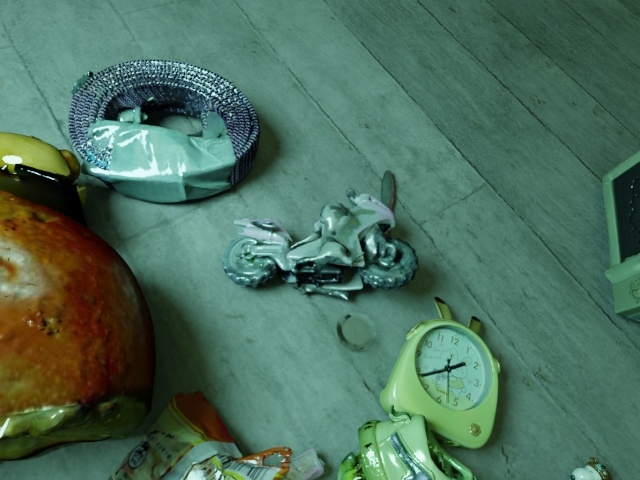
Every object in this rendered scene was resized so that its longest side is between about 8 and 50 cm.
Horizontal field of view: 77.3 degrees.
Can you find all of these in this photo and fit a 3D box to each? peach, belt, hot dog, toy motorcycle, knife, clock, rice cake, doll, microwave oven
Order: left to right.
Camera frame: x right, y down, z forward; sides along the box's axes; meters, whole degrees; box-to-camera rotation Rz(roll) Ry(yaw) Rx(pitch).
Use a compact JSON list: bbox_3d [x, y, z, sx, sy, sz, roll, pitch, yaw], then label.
[{"bbox_3d":[-0.391,0.113,0.445,0.417,0.339,0.353,35,64,2],"label":"peach"},{"bbox_3d":[-0.497,-0.109,0.620,0.327,0.194,0.107,15,50,-1],"label":"hot dog"},{"bbox_3d":[-0.277,-0.200,0.739,0.326,0.122,0.259,5,69,-11],"label":"belt"},{"bbox_3d":[-0.089,0.357,0.553,0.207,0.036,0.047,-22,54,-19],"label":"rice cake"},{"bbox_3d":[0.000,0.000,0.698,0.328,0.143,0.187,1,55,6],"label":"toy motorcycle"},{"bbox_3d":[0.127,-0.040,0.801,0.036,0.018,0.247,13,64,-8],"label":"knife"},{"bbox_3d":[0.211,0.207,0.669,0.170,0.069,0.231,26,61,3],"label":"clock"},{"bbox_3d":[0.442,0.398,0.638,0.058,0.040,0.085,-21,65,-6],"label":"doll"},{"bbox_3d":[0.748,0.001,0.792,0.287,0.218,0.354,18,62,-4],"label":"microwave oven"}]

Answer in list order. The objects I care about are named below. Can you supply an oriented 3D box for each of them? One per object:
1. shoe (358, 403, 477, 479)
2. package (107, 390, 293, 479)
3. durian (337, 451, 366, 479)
[{"bbox_3d":[0.143,0.353,0.524,0.140,0.128,0.262,2,50,-58],"label":"shoe"},{"bbox_3d":[-0.194,0.335,0.485,0.224,0.108,0.288,18,57,32],"label":"package"},{"bbox_3d":[0.075,0.463,0.481,0.107,0.132,0.374,21,45,-50],"label":"durian"}]
